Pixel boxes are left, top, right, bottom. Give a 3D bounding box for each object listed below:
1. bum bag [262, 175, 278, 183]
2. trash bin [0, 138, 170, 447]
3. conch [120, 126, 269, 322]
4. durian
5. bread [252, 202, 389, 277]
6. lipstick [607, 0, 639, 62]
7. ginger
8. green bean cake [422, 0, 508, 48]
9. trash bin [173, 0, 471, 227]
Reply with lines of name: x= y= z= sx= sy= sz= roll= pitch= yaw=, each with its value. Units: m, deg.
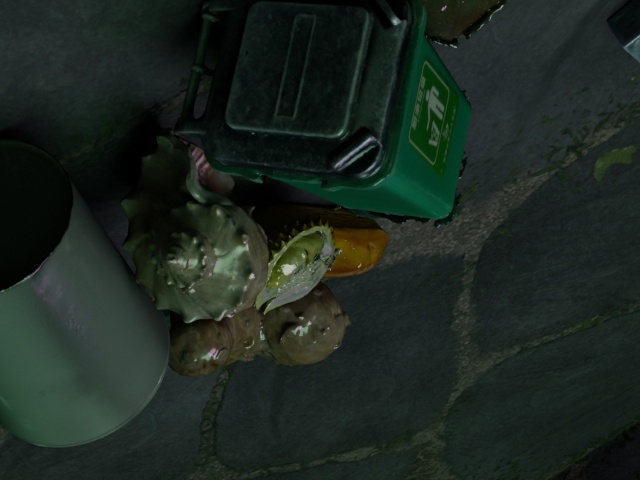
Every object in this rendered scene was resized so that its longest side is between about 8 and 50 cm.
bum bag: x=-0.008 y=-0.140 z=2.093 sx=0.159 sy=0.026 sz=0.109 roll=-15 pitch=147 yaw=-27
trash bin: x=-0.378 y=0.087 z=1.916 sx=0.280 sy=0.280 sz=0.432 roll=-25 pitch=145 yaw=-4
conch: x=-0.177 y=-0.022 z=1.923 sx=0.186 sy=0.263 sz=0.324 roll=-19 pitch=-174 yaw=-1
durian: x=-0.037 y=0.018 z=2.105 sx=0.208 sy=0.102 sz=0.146 roll=-12 pitch=134 yaw=-49
bread: x=0.000 y=0.000 z=2.233 sx=0.245 sy=0.094 sz=0.102 roll=4 pitch=131 yaw=-39
lipstick: x=0.564 y=-0.272 z=2.226 sx=0.066 sy=0.068 sz=0.317 roll=-40 pitch=137 yaw=22
ginger: x=-0.123 y=0.137 z=2.242 sx=0.304 sy=0.244 sz=0.155 roll=-10 pitch=104 yaw=-28
green bean cake: x=0.170 y=-0.354 z=1.843 sx=0.173 sy=0.094 sz=0.181 roll=13 pitch=131 yaw=-45
trash bin: x=0.027 y=-0.160 z=1.837 sx=0.295 sy=0.259 sz=0.381 roll=8 pitch=169 yaw=26
